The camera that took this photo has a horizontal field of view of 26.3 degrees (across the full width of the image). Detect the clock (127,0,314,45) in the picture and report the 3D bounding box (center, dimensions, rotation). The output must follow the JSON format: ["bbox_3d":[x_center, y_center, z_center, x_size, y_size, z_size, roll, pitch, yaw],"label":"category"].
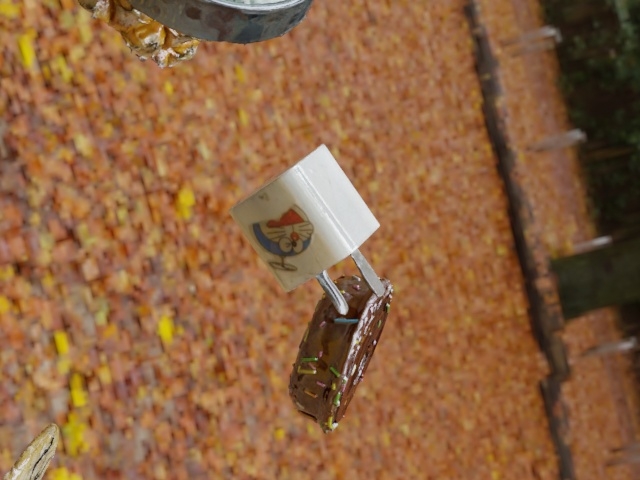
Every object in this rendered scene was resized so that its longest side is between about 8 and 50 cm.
[{"bbox_3d":[-0.128,-0.376,1.594,0.319,0.066,0.319,15,57,-23],"label":"clock"}]

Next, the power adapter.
[{"bbox_3d":[0.000,0.000,1.758,0.205,0.130,0.125,54,32,-4],"label":"power adapter"}]

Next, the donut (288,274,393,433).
[{"bbox_3d":[0.025,0.152,1.914,0.235,0.089,0.235,21,90,-81],"label":"donut"}]

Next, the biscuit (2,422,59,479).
[{"bbox_3d":[-0.416,0.345,1.859,0.220,0.033,0.220,-60,178,-4],"label":"biscuit"}]

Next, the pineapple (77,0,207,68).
[{"bbox_3d":[-0.210,-0.417,1.708,0.344,0.286,0.209,47,11,-7],"label":"pineapple"}]
